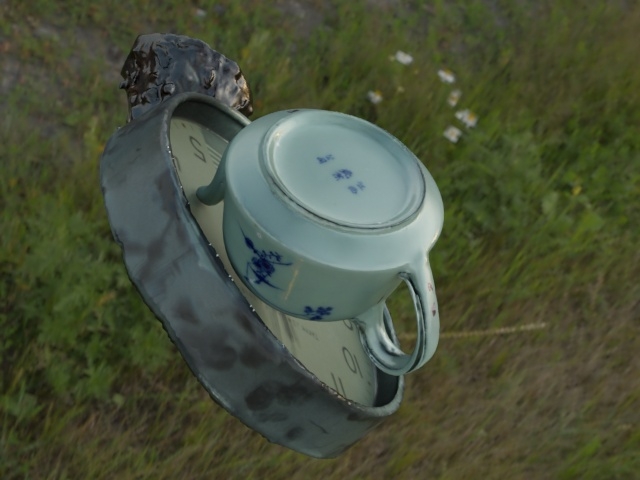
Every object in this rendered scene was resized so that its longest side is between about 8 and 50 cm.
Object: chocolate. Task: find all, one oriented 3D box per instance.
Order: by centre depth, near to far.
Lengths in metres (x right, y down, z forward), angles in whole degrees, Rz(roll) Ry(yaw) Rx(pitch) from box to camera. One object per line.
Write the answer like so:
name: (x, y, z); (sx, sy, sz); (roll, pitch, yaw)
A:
chocolate: (-0.153, -0.116, 1.228); (0.156, 0.156, 0.133); (26, 51, -4)

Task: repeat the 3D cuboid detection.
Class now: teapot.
teapot: (0.000, 0.000, 0.871); (0.232, 0.159, 0.159); (43, 46, 21)

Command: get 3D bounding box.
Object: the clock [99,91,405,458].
clock: (-0.046, 0.022, 0.983); (0.325, 0.067, 0.325); (48, 19, -22)
